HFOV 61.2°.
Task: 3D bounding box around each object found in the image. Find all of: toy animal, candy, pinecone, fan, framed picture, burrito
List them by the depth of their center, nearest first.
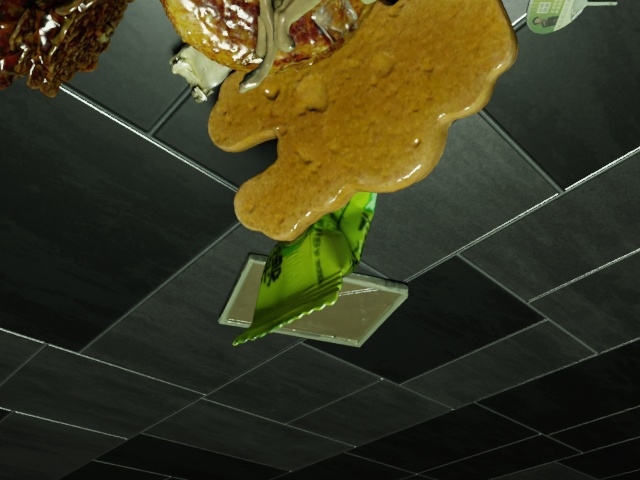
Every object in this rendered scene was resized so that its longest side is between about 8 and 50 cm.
[{"bbox_3d":[0.018,-0.183,0.367,0.086,0.069,0.219,36,101,-20],"label":"toy animal"},{"bbox_3d":[-0.227,-0.201,0.387,0.165,0.163,0.163,36,128,-17],"label":"pinecone"},{"bbox_3d":[-0.072,-0.193,0.488,0.171,0.042,0.051,-32,124,33],"label":"burrito"},{"bbox_3d":[0.227,-0.216,0.506,0.080,0.003,0.060,19,136,-24],"label":"fan"},{"bbox_3d":[0.000,0.000,0.578,0.069,0.246,0.149,40,133,-16],"label":"candy"},{"bbox_3d":[-0.015,0.105,0.858,0.260,0.023,0.189,12,138,-17],"label":"framed picture"}]

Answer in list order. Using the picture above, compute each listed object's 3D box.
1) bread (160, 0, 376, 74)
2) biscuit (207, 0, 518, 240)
[{"bbox_3d":[-0.034,-0.217,0.401,0.193,0.064,0.193,-10,119,-19],"label":"bread"},{"bbox_3d":[0.028,-0.120,0.491,0.295,0.185,0.044,-21,175,26],"label":"biscuit"}]
